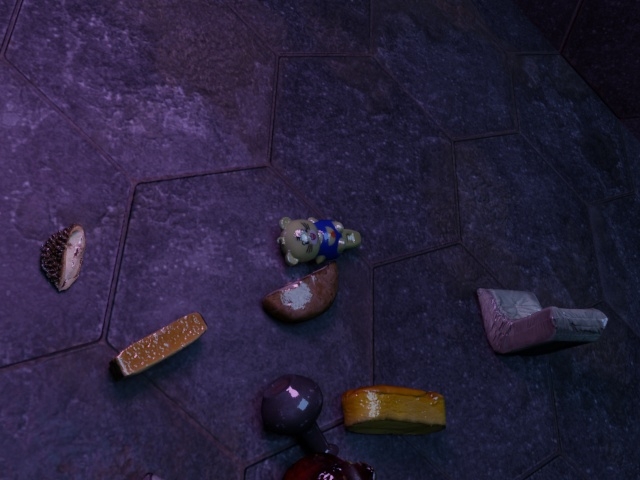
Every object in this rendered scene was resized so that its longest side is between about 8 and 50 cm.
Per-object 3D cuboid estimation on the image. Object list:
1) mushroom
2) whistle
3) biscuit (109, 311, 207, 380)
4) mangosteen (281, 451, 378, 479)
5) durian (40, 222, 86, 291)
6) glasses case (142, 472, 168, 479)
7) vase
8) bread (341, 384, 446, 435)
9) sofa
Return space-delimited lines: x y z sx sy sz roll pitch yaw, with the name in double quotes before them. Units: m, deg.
"mushroom" -0.021 0.111 1.473 0.210 0.072 0.094 -21 92 -42
"whistle" 0.000 0.000 1.539 0.228 0.085 0.105 -1 77 -38
"biscuit" -0.282 0.185 1.250 0.188 0.056 0.052 -27 86 -43
"mangosteen" 0.020 0.451 1.259 0.180 0.166 0.166 1 66 -47
"durian" -0.447 0.024 1.235 0.066 0.052 0.130 58 34 -54
"glasses case" -0.168 0.486 1.168 0.299 0.060 0.114 32 47 -19
"vase" -0.031 0.339 1.325 0.120 0.120 0.182 -44 111 -42
"bread" 0.153 0.344 1.459 0.246 0.102 0.094 12 62 -30
"sofa" 0.541 0.180 1.753 0.210 0.225 0.175 6 67 -32
